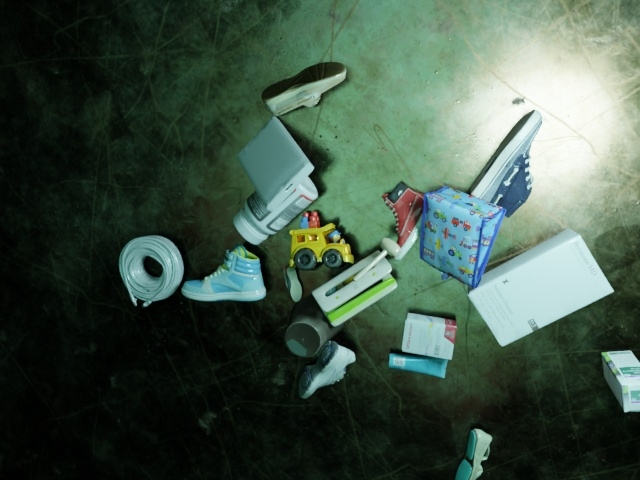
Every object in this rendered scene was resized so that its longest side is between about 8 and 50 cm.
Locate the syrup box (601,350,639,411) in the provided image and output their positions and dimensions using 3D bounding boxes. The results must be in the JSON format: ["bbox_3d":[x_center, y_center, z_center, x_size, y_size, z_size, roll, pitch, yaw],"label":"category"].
[{"bbox_3d":[0.971,0.440,1.705,0.093,0.237,0.096,-8,100,15],"label":"syrup box"}]

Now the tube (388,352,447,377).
[{"bbox_3d":[0.350,0.447,1.951,0.207,0.052,0.080,7,108,6],"label":"tube"}]

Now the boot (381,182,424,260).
[{"bbox_3d":[0.262,-0.066,1.844,0.176,0.088,0.244,28,98,6],"label":"boot"}]

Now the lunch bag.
[{"bbox_3d":[0.432,0.005,1.737,0.221,0.138,0.293,29,125,36],"label":"lunch bag"}]

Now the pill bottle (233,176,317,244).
[{"bbox_3d":[-0.162,-0.125,1.887,0.283,0.161,0.161,-40,91,17],"label":"pill bottle"}]

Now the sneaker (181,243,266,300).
[{"bbox_3d":[-0.363,0.114,2.006,0.319,0.127,0.208,-1,103,3],"label":"sneaker"}]

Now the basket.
[{"bbox_3d":[-0.037,0.310,1.915,0.204,0.227,0.154,12,104,11],"label":"basket"}]

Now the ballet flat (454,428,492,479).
[{"bbox_3d":[0.562,0.804,1.963,0.086,0.086,0.248,16,104,9],"label":"ballet flat"}]

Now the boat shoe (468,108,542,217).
[{"bbox_3d":[0.627,-0.233,1.713,0.158,0.127,0.340,32,115,-1],"label":"boat shoe"}]

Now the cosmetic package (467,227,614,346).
[{"bbox_3d":[0.699,0.150,1.750,0.385,0.156,0.217,-34,91,18],"label":"cosmetic package"}]

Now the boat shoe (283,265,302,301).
[{"bbox_3d":[-0.105,0.160,1.997,0.043,0.049,0.137,3,110,56],"label":"boat shoe"}]

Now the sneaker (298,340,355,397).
[{"bbox_3d":[0.019,0.499,2.004,0.129,0.111,0.297,22,125,-25],"label":"sneaker"}]

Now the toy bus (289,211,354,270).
[{"bbox_3d":[0.000,0.000,1.899,0.220,0.149,0.211,-4,85,12],"label":"toy bus"}]

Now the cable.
[{"bbox_3d":[-0.650,0.106,2.088,0.257,0.089,0.257,-23,95,16],"label":"cable"}]

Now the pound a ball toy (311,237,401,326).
[{"bbox_3d":[0.122,0.121,1.823,0.319,0.208,0.136,-33,52,-4],"label":"pound a ball toy"}]

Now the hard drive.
[{"bbox_3d":[-0.159,-0.263,1.815,0.203,0.040,0.307,-45,48,13],"label":"hard drive"}]

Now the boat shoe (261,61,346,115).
[{"bbox_3d":[-0.046,-0.507,1.821,0.302,0.109,0.098,-18,136,15],"label":"boat shoe"}]

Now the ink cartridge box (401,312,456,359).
[{"bbox_3d":[0.382,0.335,1.904,0.175,0.072,0.127,9,104,11],"label":"ink cartridge box"}]
